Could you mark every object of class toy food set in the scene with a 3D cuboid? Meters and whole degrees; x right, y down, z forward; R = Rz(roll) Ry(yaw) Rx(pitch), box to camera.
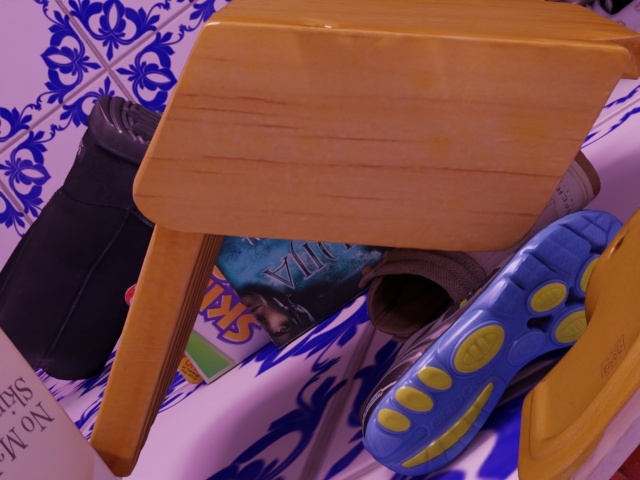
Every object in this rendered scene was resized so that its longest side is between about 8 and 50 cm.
[{"bbox_3d":[0.136,0.053,0.438,0.128,0.071,0.218,-59,-2,20],"label":"toy food set"}]

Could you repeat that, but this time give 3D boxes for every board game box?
[{"bbox_3d":[-0.062,0.033,1.143,0.259,0.124,0.039,-34,9,13],"label":"board game box"},{"bbox_3d":[0.000,0.000,1.072,0.186,0.126,0.026,-35,7,11],"label":"board game box"}]

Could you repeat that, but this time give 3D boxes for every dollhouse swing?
[{"bbox_3d":[0.022,-0.012,0.795,0.315,0.305,0.347,4,15,1],"label":"dollhouse swing"}]

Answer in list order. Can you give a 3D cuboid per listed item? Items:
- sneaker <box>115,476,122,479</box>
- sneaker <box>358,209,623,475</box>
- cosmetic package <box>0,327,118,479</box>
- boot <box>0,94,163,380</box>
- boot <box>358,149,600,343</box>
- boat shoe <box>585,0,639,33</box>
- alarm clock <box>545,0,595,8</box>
[{"bbox_3d":[-0.261,0.250,0.930,0.275,0.107,0.110,-37,26,26],"label":"sneaker"},{"bbox_3d":[0.091,0.047,0.621,0.188,0.067,0.078,-40,15,-9],"label":"sneaker"},{"bbox_3d":[-0.227,0.128,0.626,0.113,0.309,0.160,-32,10,29],"label":"cosmetic package"},{"bbox_3d":[-0.251,0.043,1.671,0.445,0.367,0.146,-57,24,25],"label":"boot"},{"bbox_3d":[0.088,0.007,0.853,0.165,0.077,0.213,-42,10,-25],"label":"boot"},{"bbox_3d":[0.314,-0.225,1.186,0.096,0.088,0.267,-40,9,-24],"label":"boat shoe"},{"bbox_3d":[0.378,-0.322,1.514,0.192,0.064,0.129,-17,-10,-10],"label":"alarm clock"}]
